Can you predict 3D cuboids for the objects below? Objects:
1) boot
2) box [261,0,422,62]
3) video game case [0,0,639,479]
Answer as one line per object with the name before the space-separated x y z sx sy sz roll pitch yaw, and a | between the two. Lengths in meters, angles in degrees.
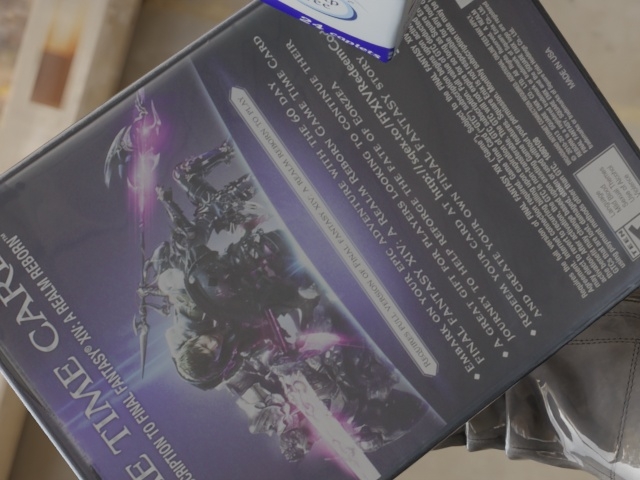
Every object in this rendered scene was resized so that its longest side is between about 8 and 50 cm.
boot | 0.131 0.107 0.911 0.223 0.118 0.338 0 -143 -4
box | -0.013 -0.132 0.558 0.126 0.072 0.137 27 170 4
video game case | 0.000 0.000 0.714 0.196 0.274 0.026 55 168 -6
